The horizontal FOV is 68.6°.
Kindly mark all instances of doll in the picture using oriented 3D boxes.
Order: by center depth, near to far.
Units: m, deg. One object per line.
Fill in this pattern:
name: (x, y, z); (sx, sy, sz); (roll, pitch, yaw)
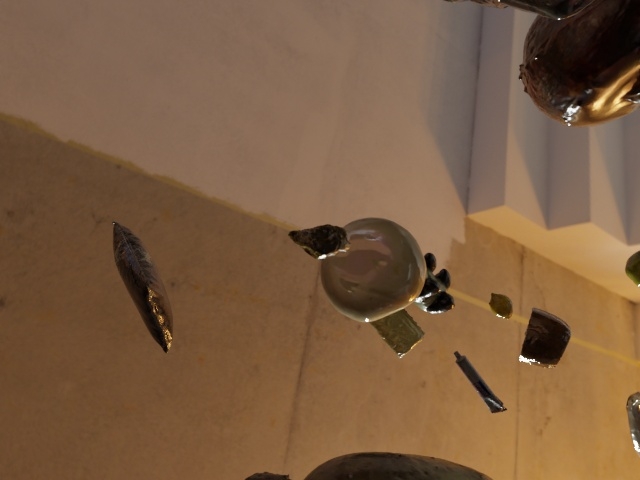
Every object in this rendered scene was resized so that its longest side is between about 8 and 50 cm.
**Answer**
doll: (0.326, 0.136, 1.474); (0.234, 0.135, 0.144); (47, -148, -33)

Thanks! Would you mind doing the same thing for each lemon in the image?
lemon: (0.543, 0.195, 1.412); (0.065, 0.065, 0.092); (-32, -94, -35)

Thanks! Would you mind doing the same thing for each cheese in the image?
cheese: (0.221, 0.253, 1.396); (0.167, 0.094, 0.123); (48, -144, 13)

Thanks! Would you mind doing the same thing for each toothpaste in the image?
toothpaste: (0.363, 0.327, 1.083); (0.170, 0.045, 0.028); (54, -137, 2)

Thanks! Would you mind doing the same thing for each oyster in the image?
oyster: (0.000, 0.003, 0.714); (0.093, 0.034, 0.051); (-10, -88, -2)

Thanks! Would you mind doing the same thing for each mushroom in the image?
mushroom: (0.356, 0.200, 0.515); (0.306, 0.043, 0.068); (23, -139, -54)
mushroom: (0.126, 0.072, 1.077); (0.202, 0.246, 0.246); (43, -124, -48)

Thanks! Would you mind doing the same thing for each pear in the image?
pear: (0.710, 0.057, 1.016); (0.092, 0.092, 0.097); (-24, -48, -36)

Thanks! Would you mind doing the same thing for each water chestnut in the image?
water chestnut: (0.553, -0.336, 0.852); (0.350, 0.350, 0.302); (-11, -112, -36)

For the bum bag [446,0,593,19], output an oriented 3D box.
bum bag: (0.119, -0.259, 0.395); (0.144, 0.340, 0.095); (-54, -36, -3)

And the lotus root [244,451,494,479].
lotus root: (0.061, 0.284, 0.438); (0.309, 0.173, 0.173); (18, -110, -26)

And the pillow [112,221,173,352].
pillow: (-0.281, 0.064, 0.740); (0.055, 0.208, 0.141); (-21, -51, -22)

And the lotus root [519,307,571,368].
lotus root: (0.446, 0.202, 0.944); (0.122, 0.081, 0.112); (3, -72, -65)
